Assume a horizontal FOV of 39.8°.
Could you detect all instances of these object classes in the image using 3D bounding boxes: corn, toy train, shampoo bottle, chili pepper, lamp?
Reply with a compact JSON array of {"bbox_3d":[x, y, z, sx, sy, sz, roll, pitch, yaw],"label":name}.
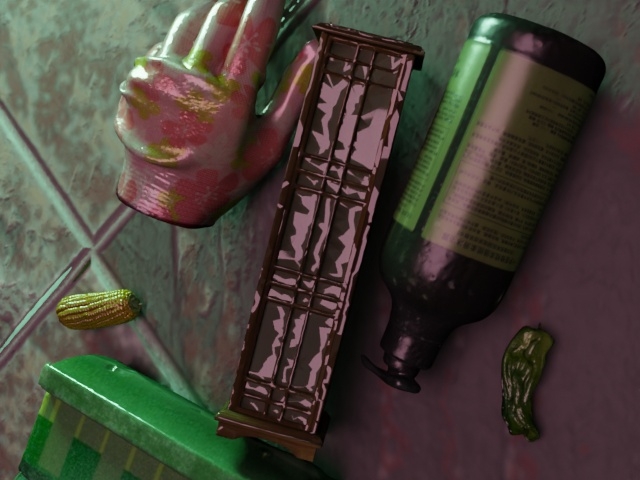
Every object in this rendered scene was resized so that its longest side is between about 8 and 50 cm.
[{"bbox_3d":[-0.215,0.067,0.854,0.092,0.037,0.037,-10,82,25],"label":"corn"},{"bbox_3d":[-0.138,0.234,0.758,0.301,0.120,0.202,22,93,27],"label":"toy train"},{"bbox_3d":[0.107,-0.018,0.653,0.101,0.101,0.284,26,99,26],"label":"shampoo bottle"},{"bbox_3d":[0.153,0.105,0.663,0.034,0.030,0.091,9,93,3],"label":"chili pepper"},{"bbox_3d":[0.000,0.000,0.701,0.089,0.090,0.325,15,93,3],"label":"lamp"}]

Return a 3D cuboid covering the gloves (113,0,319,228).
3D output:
[{"bbox_3d":[-0.087,-0.135,0.756,0.145,0.126,0.241,29,107,29],"label":"gloves"}]
